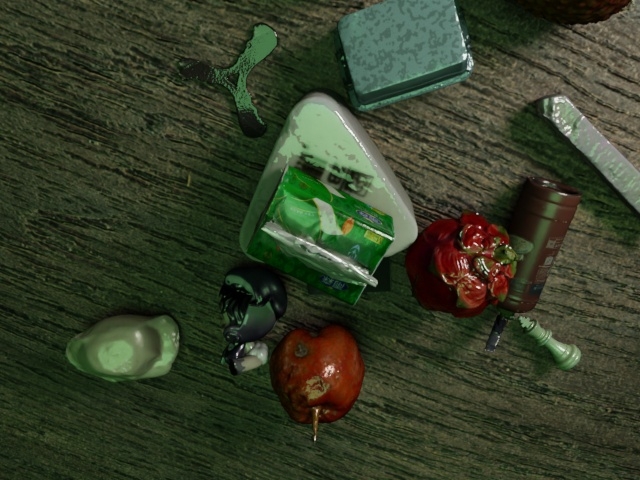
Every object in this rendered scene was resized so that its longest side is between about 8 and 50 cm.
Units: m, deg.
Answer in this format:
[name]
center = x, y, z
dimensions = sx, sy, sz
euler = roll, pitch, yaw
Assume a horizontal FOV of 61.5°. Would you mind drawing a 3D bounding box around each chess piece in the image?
[chess piece]
center = 0.472, 0.208, 1.135
dimensions = 0.149, 0.059, 0.059
euler = 38, 111, -3

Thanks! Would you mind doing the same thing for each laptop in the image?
[laptop]
center = 0.056, 0.058, 1.123
dimensions = 0.180, 0.016, 0.129
euler = -3, 123, 8

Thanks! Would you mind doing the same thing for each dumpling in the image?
[dumpling]
center = -0.439, 0.245, 1.202
dimensions = 0.250, 0.132, 0.162
euler = -11, 102, -6

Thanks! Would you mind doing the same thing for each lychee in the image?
[lychee]
center = 0.401, -0.419, 0.805
dimensions = 0.238, 0.200, 0.200
euler = 7, 115, 27

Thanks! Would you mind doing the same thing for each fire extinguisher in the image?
[fire extinguisher]
center = 0.386, 0.057, 1.035
dimensions = 0.102, 0.138, 0.343
euler = 21, 113, 18

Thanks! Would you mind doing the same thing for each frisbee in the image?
[frisbee]
center = -0.175, -0.311, 1.009
dimensions = 0.188, 0.012, 0.210
euler = 15, 113, 0

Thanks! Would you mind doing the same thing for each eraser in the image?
[eraser]
center = 0.005, -0.120, 0.995
dimensions = 0.332, 0.150, 0.331
euler = 2, 111, 5

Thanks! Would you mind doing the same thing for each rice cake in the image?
[rice cake]
center = 0.524, -0.137, 0.976
dimensions = 0.365, 0.072, 0.056
euler = 40, 107, -10

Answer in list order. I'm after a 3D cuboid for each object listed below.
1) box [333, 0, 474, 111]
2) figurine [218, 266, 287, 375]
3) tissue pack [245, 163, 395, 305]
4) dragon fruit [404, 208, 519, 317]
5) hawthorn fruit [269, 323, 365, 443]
[box]
center = 0.137, -0.325, 0.908
dimensions = 0.227, 0.130, 0.162
euler = -15, 95, 13
[figurine]
center = -0.144, 0.163, 1.125
dimensions = 0.146, 0.145, 0.222
euler = 5, 106, 4
[tissue pack]
center = -0.002, 0.001, 0.887
dimensions = 0.209, 0.156, 0.148
euler = 27, 115, -8
[dragon fruit]
center = 0.249, 0.051, 1.005
dimensions = 0.193, 0.274, 0.192
euler = -10, 80, -24
[hawthorn fruit]
center = -0.008, 0.299, 1.110
dimensions = 0.208, 0.243, 0.207
euler = 0, 130, 0
